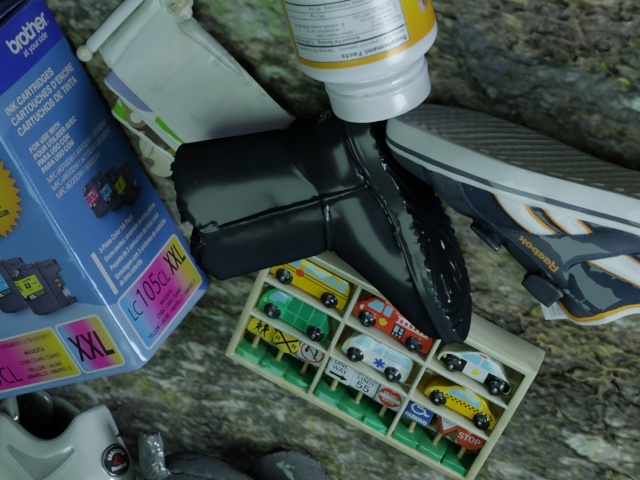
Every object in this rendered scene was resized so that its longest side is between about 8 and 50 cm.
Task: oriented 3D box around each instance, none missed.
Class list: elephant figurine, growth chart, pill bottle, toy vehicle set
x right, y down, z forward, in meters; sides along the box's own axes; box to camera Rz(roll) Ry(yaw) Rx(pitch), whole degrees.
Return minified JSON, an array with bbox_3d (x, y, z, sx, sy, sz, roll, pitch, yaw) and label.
[{"bbox_3d":[-0.054,0.290,1.821,0.239,0.186,0.169,4,81,11],"label":"elephant figurine"},{"bbox_3d":[-0.112,-0.119,1.626,0.172,0.021,0.237,-32,105,38],"label":"growth chart"},{"bbox_3d":[0.023,-0.205,1.437,0.117,0.117,0.215,-1,122,26],"label":"pill bottle"},{"bbox_3d":[0.056,0.105,1.692,0.267,0.035,0.166,28,130,6],"label":"toy vehicle set"}]

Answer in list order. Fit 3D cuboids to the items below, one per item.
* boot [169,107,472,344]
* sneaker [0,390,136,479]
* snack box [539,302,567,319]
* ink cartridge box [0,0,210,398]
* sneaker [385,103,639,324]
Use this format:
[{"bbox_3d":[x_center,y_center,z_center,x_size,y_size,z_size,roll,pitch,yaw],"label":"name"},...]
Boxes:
[{"bbox_3d":[0.000,0.000,1.591,0.207,0.094,0.246,-16,115,25],"label":"boot"},{"bbox_3d":[-0.319,0.222,1.916,0.330,0.122,0.146,-6,97,37],"label":"sneaker"},{"bbox_3d":[0.267,0.031,1.548,0.178,0.022,0.064,-5,118,29],"label":"snack box"},{"bbox_3d":[-0.325,-0.055,1.694,0.270,0.151,0.395,-15,113,33],"label":"ink cartridge box"},{"bbox_3d":[0.191,-0.009,1.473,0.321,0.126,0.127,21,113,15],"label":"sneaker"}]
